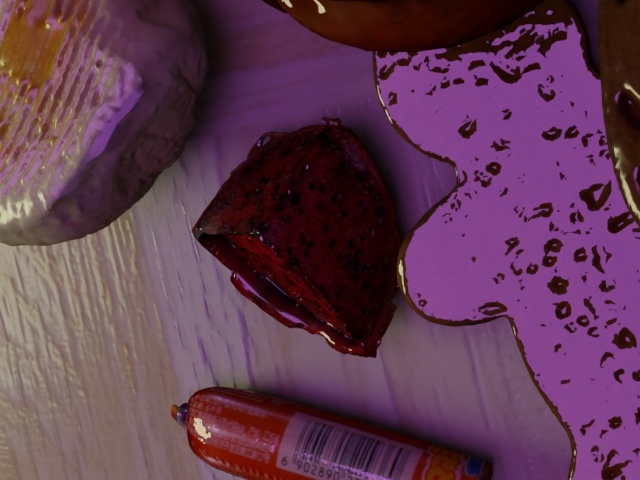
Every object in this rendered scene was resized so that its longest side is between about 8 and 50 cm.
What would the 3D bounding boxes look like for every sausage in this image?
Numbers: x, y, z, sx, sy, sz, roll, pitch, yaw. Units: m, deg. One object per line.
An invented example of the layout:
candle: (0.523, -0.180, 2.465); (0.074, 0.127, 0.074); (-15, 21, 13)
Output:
sausage: (-0.001, 0.172, 1.202); (0.274, 0.074, 0.074); (14, 107, 20)

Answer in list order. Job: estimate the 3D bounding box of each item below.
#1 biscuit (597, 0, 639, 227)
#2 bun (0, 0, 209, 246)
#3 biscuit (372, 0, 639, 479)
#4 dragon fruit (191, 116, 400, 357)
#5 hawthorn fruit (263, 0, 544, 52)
biscuit: (0.326, -0.146, 0.936); (0.314, 0.063, 0.367); (-3, 83, 27)
bun: (-0.193, -0.105, 1.180); (0.244, 0.153, 0.244); (-5, 81, 31)
biscuit: (0.193, -0.014, 1.077); (0.283, 0.064, 0.432); (-37, 85, 15)
dragon fruit: (-0.001, 0.000, 1.166); (0.127, 0.120, 0.161); (-46, 111, -14)
hawthorn fruit: (0.034, -0.325, 0.916); (0.402, 0.403, 0.403); (5, 104, 22)
